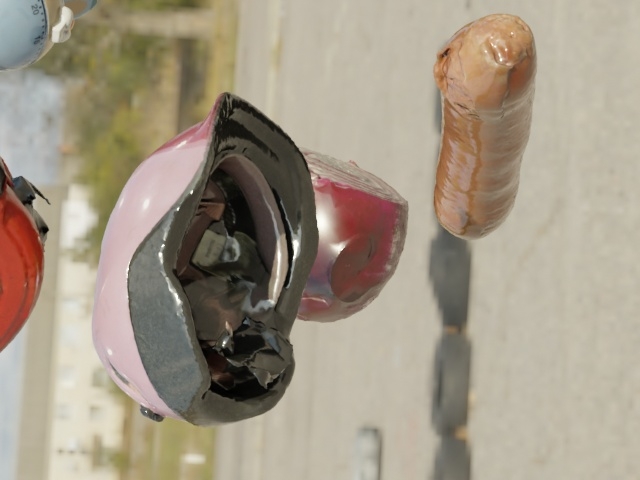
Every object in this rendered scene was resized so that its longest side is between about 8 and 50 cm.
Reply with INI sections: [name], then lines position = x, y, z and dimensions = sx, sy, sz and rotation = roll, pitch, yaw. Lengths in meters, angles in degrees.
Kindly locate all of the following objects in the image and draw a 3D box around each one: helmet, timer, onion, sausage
[helmet]
position = -0.103, 0.025, 1.432
dimensions = 0.198, 0.154, 0.253
rotation = 34, -134, -55
[timer]
position = -0.348, -0.290, 2.208
dimensions = 0.175, 0.255, 0.175
rotation = 21, 116, 53
[onion]
position = -0.002, 0.005, 2.220
dimensions = 0.206, 0.216, 0.207
rotation = 40, 113, 43
[sausage]
position = 0.156, -0.106, 1.746
dimensions = 0.419, 0.094, 0.094
rotation = 82, -162, -70

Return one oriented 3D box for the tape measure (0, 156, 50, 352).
[tape measure]
position = -0.327, 0.007, 1.379
dimensions = 0.114, 0.253, 0.260
rotation = 58, 177, 43
